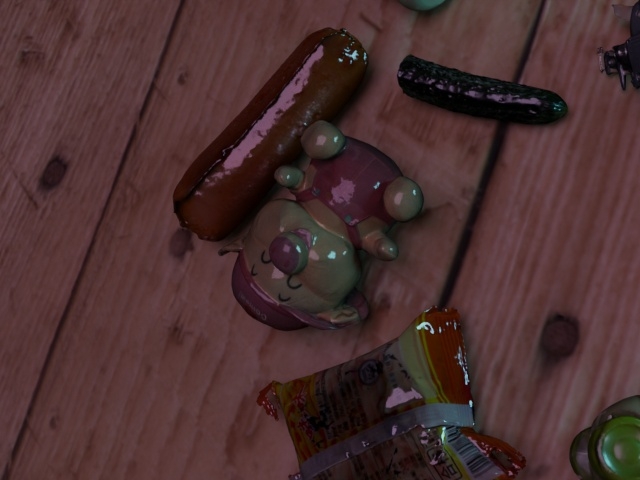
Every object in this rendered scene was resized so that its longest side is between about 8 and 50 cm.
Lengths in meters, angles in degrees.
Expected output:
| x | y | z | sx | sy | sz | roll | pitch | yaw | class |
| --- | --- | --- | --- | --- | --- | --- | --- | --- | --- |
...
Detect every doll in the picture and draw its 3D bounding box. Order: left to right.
| x | y | z | sx | sy | sz | roll | pitch | yaw | class |
| --- | --- | --- | --- | --- | --- | --- | --- | --- | --- |
| -0.002 | -0.001 | 1.110 | 0.256 | 0.152 | 0.196 | -53 | 49 | 10 | doll |

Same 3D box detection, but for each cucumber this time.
| x | y | z | sx | sy | sz | roll | pitch | yaw | class |
| --- | --- | --- | --- | --- | --- | --- | --- | --- | --- |
| 0.193 | -0.176 | 1.113 | 0.214 | 0.052 | 0.058 | 20 | 58 | 26 | cucumber |

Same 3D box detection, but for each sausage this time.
| x | y | z | sx | sy | sz | roll | pitch | yaw | class |
| --- | --- | --- | --- | --- | --- | --- | --- | --- | --- |
| -0.066 | -0.138 | 1.204 | 0.330 | 0.102 | 0.102 | -47 | 63 | 8 | sausage |

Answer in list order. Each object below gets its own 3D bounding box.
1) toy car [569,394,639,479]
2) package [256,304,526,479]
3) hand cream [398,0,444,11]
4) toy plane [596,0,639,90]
| x | y | z | sx | sy | sz | roll | pitch | yaw | class |
| --- | --- | --- | --- | --- | --- | --- | --- | --- | --- |
| 0.364 | 0.262 | 0.891 | 0.235 | 0.145 | 0.235 | -1 | 75 | 5 | toy car |
| 0.063 | 0.214 | 1.050 | 0.288 | 0.108 | 0.223 | -30 | 65 | 19 | package |
| 0.062 | -0.416 | 1.211 | 0.147 | 0.093 | 0.306 | -43 | 62 | 9 | hand cream |
| 0.365 | -0.184 | 1.023 | 0.135 | 0.062 | 0.188 | -11 | 75 | 53 | toy plane |
